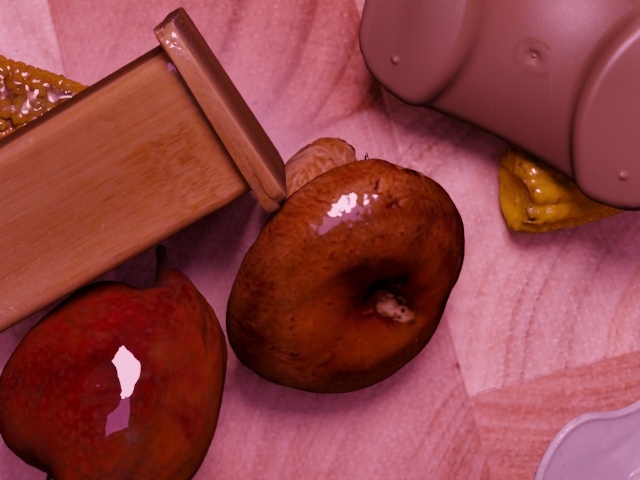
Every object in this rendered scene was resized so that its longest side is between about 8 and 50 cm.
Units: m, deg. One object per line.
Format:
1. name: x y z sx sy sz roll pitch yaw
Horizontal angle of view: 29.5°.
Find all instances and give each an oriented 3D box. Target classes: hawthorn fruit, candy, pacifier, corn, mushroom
1. hawthorn fruit: -0.187 0.123 1.149 0.208 0.208 0.248 24 85 -4
2. candy: 0.293 -0.066 1.328 0.199 0.094 0.106 -7 45 -18
3. pacifier: 0.360 0.263 1.214 0.287 0.226 0.238 -20 102 -12
4. corn: -0.256 -0.122 1.246 0.320 0.097 0.097 16 77 -8
5. mushroom: 0.011 0.033 1.204 0.267 0.254 0.267 -8 105 -32

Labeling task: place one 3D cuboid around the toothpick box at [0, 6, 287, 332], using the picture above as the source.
1. toothpick box: -0.210 -0.057 1.134 0.308 0.187 0.190 -30 106 5

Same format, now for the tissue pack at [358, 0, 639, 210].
1. tissue pack: 0.259 -0.231 1.230 0.387 0.267 0.277 28 47 16
